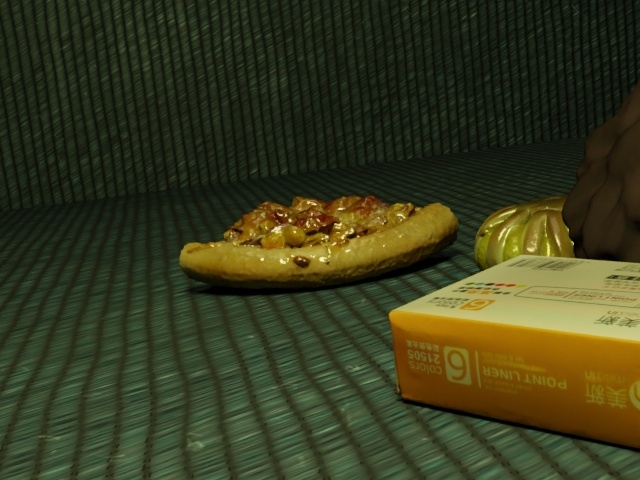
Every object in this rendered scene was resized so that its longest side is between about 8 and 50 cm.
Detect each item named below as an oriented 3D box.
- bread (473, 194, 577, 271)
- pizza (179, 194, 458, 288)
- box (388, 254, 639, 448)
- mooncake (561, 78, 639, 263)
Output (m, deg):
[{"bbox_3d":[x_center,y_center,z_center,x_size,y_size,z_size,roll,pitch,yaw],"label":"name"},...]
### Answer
[{"bbox_3d":[0.303,-0.003,1.199,0.213,0.104,0.213,-4,12,1],"label":"bread"},{"bbox_3d":[0.000,0.000,1.380,0.409,0.114,0.277,-4,15,-3],"label":"pizza"},{"bbox_3d":[0.227,0.082,0.784,0.221,0.091,0.274,-17,14,-42],"label":"box"},{"bbox_3d":[0.376,-0.068,0.987,0.141,0.283,0.283,28,5,-10],"label":"mooncake"}]
